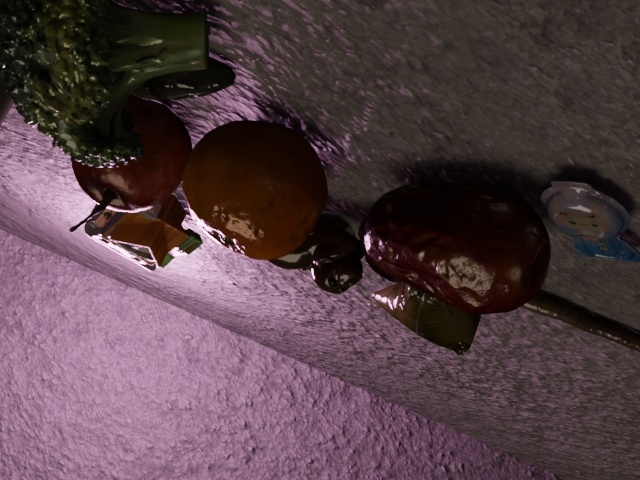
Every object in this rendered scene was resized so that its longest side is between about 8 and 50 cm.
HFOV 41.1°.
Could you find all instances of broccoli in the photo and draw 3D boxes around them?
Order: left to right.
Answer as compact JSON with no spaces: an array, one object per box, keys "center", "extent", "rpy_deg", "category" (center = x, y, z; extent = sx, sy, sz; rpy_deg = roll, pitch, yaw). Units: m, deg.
[{"center":[-0.328,-0.253,1.237],"extent":[0.301,0.249,0.375],"rpy_deg":[11,128,17],"category":"broccoli"}]

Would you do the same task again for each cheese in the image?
[{"center":[0.422,-0.028,1.331],"extent":[0.135,0.052,0.244],"rpy_deg":[9,157,38],"category":"cheese"}]

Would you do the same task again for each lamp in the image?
[{"center":[-0.260,-0.280,1.410],"extent":[0.250,0.101,0.101],"rpy_deg":[7,158,16],"category":"lamp"}]

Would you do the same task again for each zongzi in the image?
[{"center":[0.190,0.111,1.893],"extent":[0.300,0.145,0.274],"rpy_deg":[19,159,35],"category":"zongzi"}]

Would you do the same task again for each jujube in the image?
[{"center":[0.225,0.005,1.429],"extent":[0.318,0.223,0.223],"rpy_deg":[13,160,41],"category":"jujube"}]

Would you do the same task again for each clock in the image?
[{"center":[-0.457,-0.031,2.243],"extent":[0.235,0.166,0.309],"rpy_deg":[33,159,-25],"category":"clock"}]

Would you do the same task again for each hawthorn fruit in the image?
[{"center":[-0.372,-0.163,1.683],"extent":[0.235,0.263,0.231],"rpy_deg":[1,-168,-17],"category":"hawthorn fruit"}]

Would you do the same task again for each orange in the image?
[{"center":[-0.116,-0.095,1.532],"extent":[0.261,0.261,0.261],"rpy_deg":[21,162,7],"category":"orange"}]

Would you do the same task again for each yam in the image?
[{"center":[0.551,0.169,1.744],"extent":[0.326,0.045,0.045],"rpy_deg":[21,131,4],"category":"yam"}]

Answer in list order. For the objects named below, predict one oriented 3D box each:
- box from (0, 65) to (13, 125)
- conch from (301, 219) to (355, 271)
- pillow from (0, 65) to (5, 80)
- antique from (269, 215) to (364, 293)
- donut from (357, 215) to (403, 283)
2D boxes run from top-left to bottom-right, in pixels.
[{"center":[-0.796,-0.322,1.874],"extent":[0.226,0.149,0.226],"rpy_deg":[22,163,7],"category":"box"},{"center":[0.000,0.000,1.915],"extent":[0.155,0.130,0.207],"rpy_deg":[-3,156,-38],"category":"conch"},{"center":[-0.565,-0.294,1.846],"extent":[0.189,0.034,0.255],"rpy_deg":[16,161,24],"category":"pillow"},{"center":[-0.017,0.016,1.761],"extent":[0.257,0.143,0.121],"rpy_deg":[31,180,21],"category":"antique"},{"center":[0.169,0.011,1.644],"extent":[0.126,0.144,0.186],"rpy_deg":[61,170,-31],"category":"donut"}]
